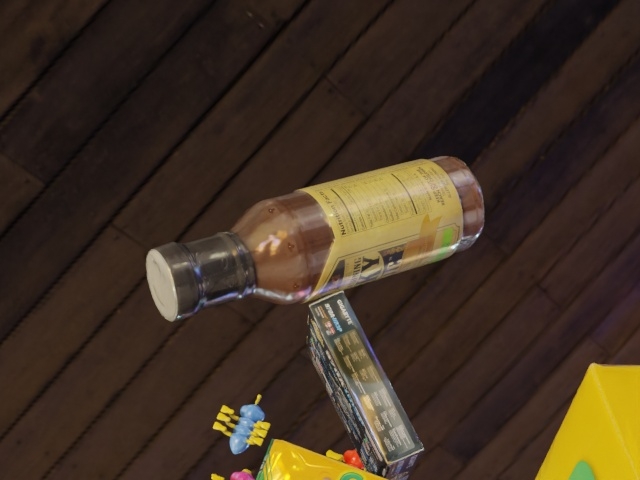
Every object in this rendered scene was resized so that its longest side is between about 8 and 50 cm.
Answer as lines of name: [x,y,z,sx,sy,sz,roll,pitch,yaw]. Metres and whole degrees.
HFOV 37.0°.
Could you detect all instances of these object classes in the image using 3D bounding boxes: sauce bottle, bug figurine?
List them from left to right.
bug figurine: [-0.058,0.381,1.540,0.072,0.279,0.216,88,27,-59]
sauce bottle: [0.000,0.000,0.942,0.344,0.111,0.111,-16,123,-27]

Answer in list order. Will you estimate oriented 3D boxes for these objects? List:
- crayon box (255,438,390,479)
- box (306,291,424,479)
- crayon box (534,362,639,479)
crayon box: [0.055,0.315,0.895,0.081,0.279,0.165,97,13,-63]
box: [0.049,0.194,1.204,0.051,0.220,0.175,-23,157,-12]
crayon box: [0.204,0.312,0.599,0.106,0.313,0.362,3,131,-10]
